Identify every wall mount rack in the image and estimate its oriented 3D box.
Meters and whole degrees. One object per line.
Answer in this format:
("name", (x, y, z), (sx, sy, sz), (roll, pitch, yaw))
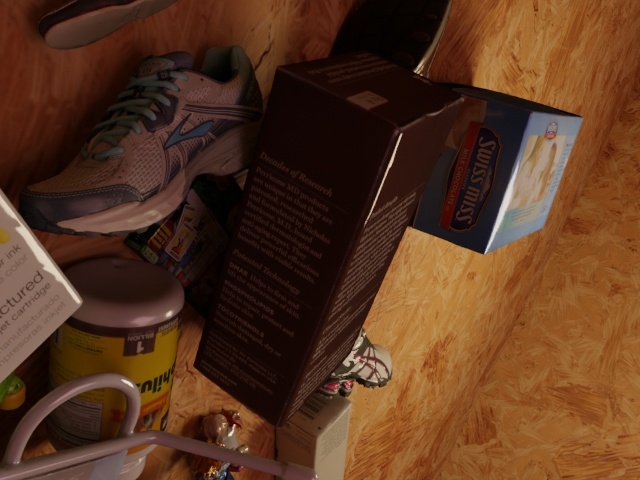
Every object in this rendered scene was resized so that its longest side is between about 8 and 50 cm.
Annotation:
("wall mount rack", (-0.179, 0.285, 0.557), (0.304, 0.130, 0.350), (2, 119, -48))

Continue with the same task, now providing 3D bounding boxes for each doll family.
("doll family", (-0.165, 0.346, 0.836), (0.263, 0.118, 0.163), (-42, 143, -36))

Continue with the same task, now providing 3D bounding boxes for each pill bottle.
("pill bottle", (-0.203, 0.134, 0.612), (0.117, 0.117, 0.215), (-19, 127, -53))

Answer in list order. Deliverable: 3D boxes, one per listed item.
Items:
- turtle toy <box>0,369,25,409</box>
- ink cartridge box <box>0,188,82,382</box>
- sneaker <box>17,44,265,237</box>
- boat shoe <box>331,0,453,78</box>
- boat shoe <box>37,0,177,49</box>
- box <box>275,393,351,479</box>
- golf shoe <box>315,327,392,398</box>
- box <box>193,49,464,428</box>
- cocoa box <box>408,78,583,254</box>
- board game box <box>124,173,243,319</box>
("turtle toy", (-0.288, 0.113, 0.492), (0.130, 0.066, 0.095), (-71, 171, -65))
("ink cartridge box", (-0.305, -0.001, 0.329), (0.226, 0.131, 0.306), (-49, 149, -27))
("sneaker", (-0.153, -0.100, 0.555), (0.283, 0.110, 0.122), (-44, 137, -49))
("boat shoe", (0.071, -0.194, 0.836), (0.324, 0.122, 0.120), (-59, 157, 5))
("boat shoe", (-0.168, -0.195, 0.499), (0.137, 0.049, 0.043), (-41, 101, -33))
("box", (-0.017, 0.398, 1.151), (0.113, 0.094, 0.275), (-33, 138, -44))
("golf shoe", (0.067, 0.205, 1.138), (0.273, 0.105, 0.120), (4, 101, -60))
("box", (0.000, 0.000, 0.694), (0.191, 0.143, 0.381), (-33, 151, -55))
("cocoa box", (0.275, -0.140, 1.084), (0.347, 0.228, 0.232), (-14, 123, -55))
("board game box", (-0.120, 0.019, 0.757), (0.136, 0.030, 0.260), (-57, 151, -18))
